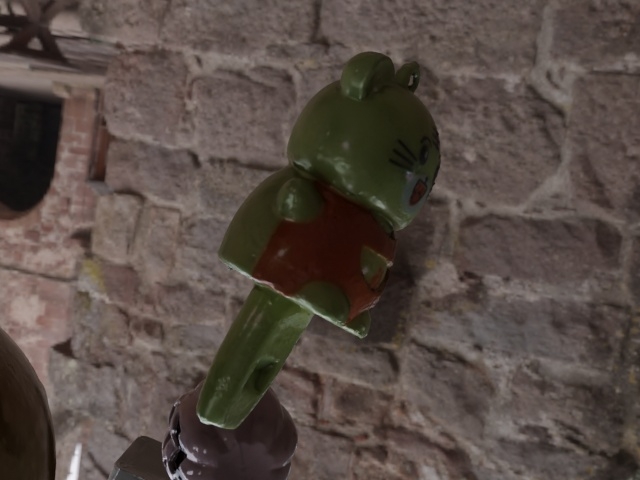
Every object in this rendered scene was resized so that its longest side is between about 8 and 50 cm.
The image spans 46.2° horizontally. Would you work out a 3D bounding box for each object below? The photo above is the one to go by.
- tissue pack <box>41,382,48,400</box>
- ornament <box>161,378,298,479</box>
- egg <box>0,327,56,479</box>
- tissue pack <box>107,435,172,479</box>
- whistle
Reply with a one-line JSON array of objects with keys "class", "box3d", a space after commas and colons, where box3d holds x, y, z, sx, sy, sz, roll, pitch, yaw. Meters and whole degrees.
[{"class": "tissue pack", "box3d": [-0.542, 0.270, 1.003, 0.333, 0.229, 0.236, -42, -141, -19]}, {"class": "ornament", "box3d": [-0.122, 0.263, 0.997, 0.178, 0.177, 0.177, 8, -175, -1]}, {"class": "egg", "box3d": [-0.322, 0.147, 0.403, 0.283, 0.282, 0.351, 13, -166, 43]}, {"class": "tissue pack", "box3d": [-0.265, 0.484, 1.374, 0.246, 0.136, 0.159, 22, -172, 3]}, {"class": "whistle", "box3d": [0.000, 0.000, 0.519, 0.106, 0.288, 0.131, 25, 174, 26]}]
